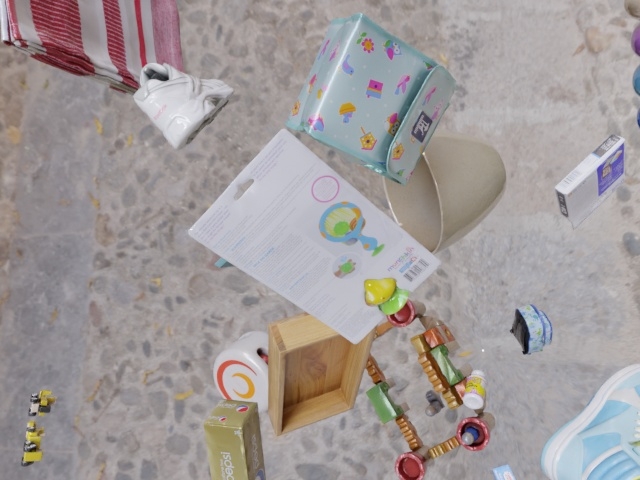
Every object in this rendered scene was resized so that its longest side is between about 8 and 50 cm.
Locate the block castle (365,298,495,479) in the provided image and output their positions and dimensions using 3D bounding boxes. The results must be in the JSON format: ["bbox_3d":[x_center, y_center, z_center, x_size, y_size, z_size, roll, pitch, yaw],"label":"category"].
[{"bbox_3d":[0.255,0.410,1.612,0.303,0.213,0.453,-37,70,22],"label":"block castle"}]

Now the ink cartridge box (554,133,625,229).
[{"bbox_3d":[0.726,-0.152,1.537,0.206,0.208,0.045,-44,52,1],"label":"ink cartridge box"}]

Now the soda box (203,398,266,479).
[{"bbox_3d":[-0.117,0.318,0.810,0.058,0.061,0.181,1,109,15],"label":"soda box"}]

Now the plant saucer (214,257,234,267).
[{"bbox_3d":[-0.171,0.012,1.337,0.192,0.067,0.018,-40,67,37],"label":"plant saucer"}]

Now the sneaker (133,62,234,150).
[{"bbox_3d":[-0.198,-0.215,0.829,0.115,0.232,0.090,42,106,-14],"label":"sneaker"}]

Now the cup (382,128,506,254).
[{"bbox_3d":[0.333,-0.151,1.490,0.236,0.331,0.331,-17,74,-14],"label":"cup"}]

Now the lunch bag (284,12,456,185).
[{"bbox_3d":[0.105,-0.240,1.030,0.262,0.160,0.223,24,95,-25],"label":"lunch bag"}]

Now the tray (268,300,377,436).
[{"bbox_3d":[-0.009,0.283,1.245,0.202,0.411,0.076,-15,54,-17],"label":"tray"}]

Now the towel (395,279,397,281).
[{"bbox_3d":[0.137,0.046,1.243,0.027,0.148,0.110,-29,35,1],"label":"towel"}]

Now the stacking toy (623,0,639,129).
[{"bbox_3d":[0.357,-0.074,0.528,0.141,0.141,0.330,-5,110,15],"label":"stacking toy"}]

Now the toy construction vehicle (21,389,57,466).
[{"bbox_3d":[-0.391,0.258,0.801,0.035,0.098,0.086,8,85,-24],"label":"toy construction vehicle"}]

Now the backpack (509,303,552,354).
[{"bbox_3d":[0.557,0.227,1.512,0.084,0.114,0.105,-16,40,-1],"label":"backpack"}]

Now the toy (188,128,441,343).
[{"bbox_3d":[0.000,0.000,0.596,0.137,0.237,0.056,-45,27,13],"label":"toy"}]

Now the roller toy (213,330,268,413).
[{"bbox_3d":[-0.170,0.346,1.524,0.209,0.146,0.191,13,114,23],"label":"roller toy"}]

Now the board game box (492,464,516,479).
[{"bbox_3d":[0.393,0.562,1.117,0.039,0.212,0.160,-19,39,2],"label":"board game box"}]

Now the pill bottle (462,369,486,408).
[{"bbox_3d":[0.338,0.323,1.251,0.043,0.083,0.043,12,126,17],"label":"pill bottle"}]

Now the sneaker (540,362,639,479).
[{"bbox_3d":[0.590,0.374,1.059,0.319,0.208,0.127,-38,115,-15],"label":"sneaker"}]

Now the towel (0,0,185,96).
[{"bbox_3d":[-0.330,-0.346,0.879,0.037,0.329,0.237,-18,77,27],"label":"towel"}]
